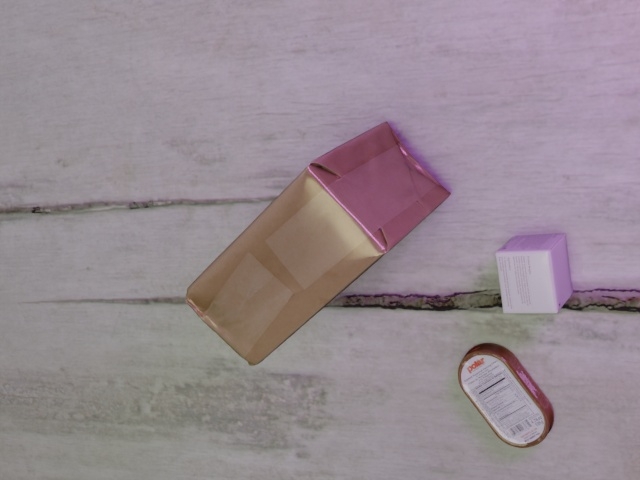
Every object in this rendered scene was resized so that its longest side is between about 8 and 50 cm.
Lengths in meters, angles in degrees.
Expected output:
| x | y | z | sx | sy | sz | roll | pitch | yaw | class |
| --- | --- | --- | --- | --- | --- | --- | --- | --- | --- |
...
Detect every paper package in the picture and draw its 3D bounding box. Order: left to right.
| x | y | z | sx | sy | sz | roll | pitch | yaw | class |
| --- | --- | --- | --- | --- | --- | --- | --- | --- | --- |
| 0.000 | 0.000 | 1.534 | 0.168 | 0.309 | 0.325 | 48 | 122 | 3 | paper package |

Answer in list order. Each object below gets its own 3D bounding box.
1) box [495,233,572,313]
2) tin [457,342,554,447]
| x | y | z | sx | sy | sz | roll | pitch | yaw | class |
| --- | --- | --- | --- | --- | --- | --- | --- | --- | --- |
| 0.329 | 0.050 | 1.503 | 0.087 | 0.102 | 0.101 | -3 | 105 | 30 | box |
| 0.307 | 0.258 | 1.624 | 0.106 | 0.040 | 0.189 | -39 | 87 | 27 | tin |
